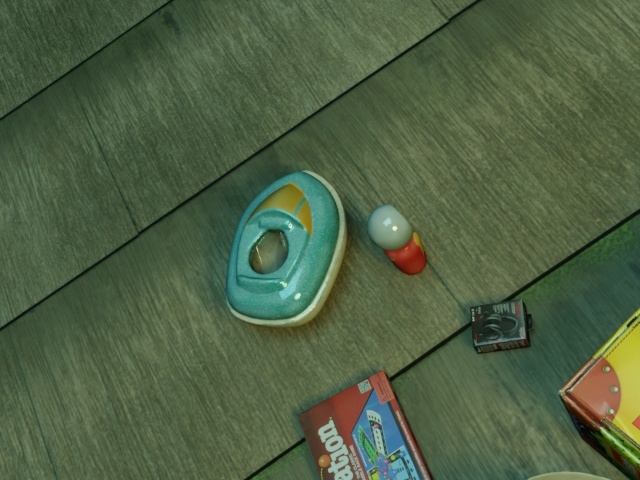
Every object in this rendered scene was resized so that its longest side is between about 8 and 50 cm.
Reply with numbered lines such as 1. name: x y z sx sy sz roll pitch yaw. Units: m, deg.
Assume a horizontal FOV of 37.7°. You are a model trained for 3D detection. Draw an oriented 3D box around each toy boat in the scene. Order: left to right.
1. toy boat: 0.000 0.000 1.416 0.318 0.148 0.267 -1 62 24

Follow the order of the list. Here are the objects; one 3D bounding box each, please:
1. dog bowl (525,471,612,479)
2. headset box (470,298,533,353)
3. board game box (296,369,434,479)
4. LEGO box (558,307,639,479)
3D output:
1. dog bowl: 0.290 0.420 0.969 0.102 0.349 0.348 -59 41 42
2. headset box: 0.254 0.119 1.305 0.083 0.032 0.062 -11 59 20
3. board game box: 0.077 0.329 1.273 0.145 0.027 0.281 -30 55 8
4. LEGO box: 0.586 0.138 1.046 0.500 0.193 0.372 -45 55 -4
